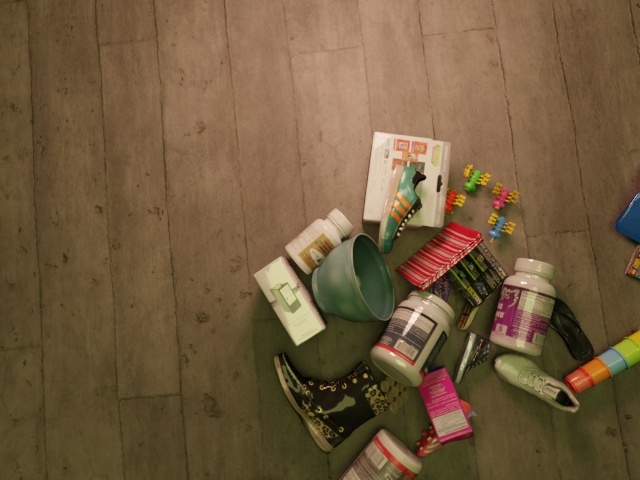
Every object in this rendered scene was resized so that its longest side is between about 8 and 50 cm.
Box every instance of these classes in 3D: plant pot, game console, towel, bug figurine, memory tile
[{"bbox_3d":[0.095,0.144,1.569,0.196,0.293,0.293,-19,83,27],"label":"plant pot"},{"bbox_3d":[1.209,-0.100,1.640,0.293,0.173,0.250,30,49,4],"label":"game console"},{"bbox_3d":[0.397,0.047,1.594,0.275,0.199,0.031,-40,112,-2],"label":"towel"},{"bbox_3d":[0.563,-0.132,1.660,0.279,0.072,0.216,32,80,9],"label":"bug figurine"},{"bbox_3d":[0.259,0.502,1.590,0.012,0.148,0.113,-26,86,41],"label":"memory tile"}]

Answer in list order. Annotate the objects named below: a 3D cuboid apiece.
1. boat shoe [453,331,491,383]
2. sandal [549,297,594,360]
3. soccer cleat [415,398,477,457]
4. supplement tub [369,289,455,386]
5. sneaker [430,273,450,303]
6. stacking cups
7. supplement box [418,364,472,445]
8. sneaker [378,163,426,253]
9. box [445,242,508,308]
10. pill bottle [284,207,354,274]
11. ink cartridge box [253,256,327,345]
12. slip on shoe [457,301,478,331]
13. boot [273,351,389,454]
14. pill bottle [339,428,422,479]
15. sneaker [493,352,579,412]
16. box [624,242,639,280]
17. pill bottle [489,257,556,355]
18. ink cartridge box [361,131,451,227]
[{"bbox_3d":[0.523,0.413,1.613,0.083,0.065,0.183,21,85,5],"label":"boat shoe"},{"bbox_3d":[0.852,0.297,1.616,0.097,0.054,0.254,-38,84,-2],"label":"sandal"},{"bbox_3d":[0.424,0.649,1.591,0.095,0.083,0.248,41,85,1],"label":"soccer cleat"},{"bbox_3d":[0.303,0.319,1.543,0.191,0.191,0.272,36,69,5],"label":"supplement tub"},{"bbox_3d":[0.426,0.141,1.640,0.068,0.071,0.170,6,86,3],"label":"sneaker"},{"bbox_3d":[0.976,0.407,1.582,0.316,0.096,0.096,-29,84,0],"label":"stacking cups"},{"bbox_3d":[0.401,0.539,1.532,0.114,0.111,0.220,-22,55,8],"label":"supplement box"},{"bbox_3d":[0.264,-0.094,1.522,0.121,0.108,0.302,14,85,7],"label":"sneaker"},{"bbox_3d":[0.528,0.103,1.616,0.184,0.045,0.191,-37,88,-23],"label":"box"},{"bbox_3d":[0.000,0.000,1.640,0.229,0.131,0.131,-41,84,-2],"label":"pill bottle"},{"bbox_3d":[-0.096,0.201,1.591,0.114,0.198,0.273,-32,84,0],"label":"ink cartridge box"},{"bbox_3d":[0.524,0.255,1.642,0.041,0.051,0.135,35,76,-34],"label":"slip on shoe"},{"bbox_3d":[0.036,0.493,1.589,0.284,0.138,0.377,-31,88,0],"label":"boot"},{"bbox_3d":[0.168,0.797,1.536,0.176,0.176,0.318,40,88,5],"label":"pill bottle"},{"bbox_3d":[0.726,0.470,1.568,0.297,0.129,0.111,27,88,6],"label":"sneaker"},{"bbox_3d":[1.136,0.075,1.639,0.094,0.027,0.137,26,86,4],"label":"box"},{"bbox_3d":[0.684,0.219,1.573,0.169,0.169,0.302,16,85,4],"label":"pill bottle"},{"bbox_3d":[0.298,-0.198,1.647,0.271,0.130,0.309,8,86,3],"label":"ink cartridge box"}]
